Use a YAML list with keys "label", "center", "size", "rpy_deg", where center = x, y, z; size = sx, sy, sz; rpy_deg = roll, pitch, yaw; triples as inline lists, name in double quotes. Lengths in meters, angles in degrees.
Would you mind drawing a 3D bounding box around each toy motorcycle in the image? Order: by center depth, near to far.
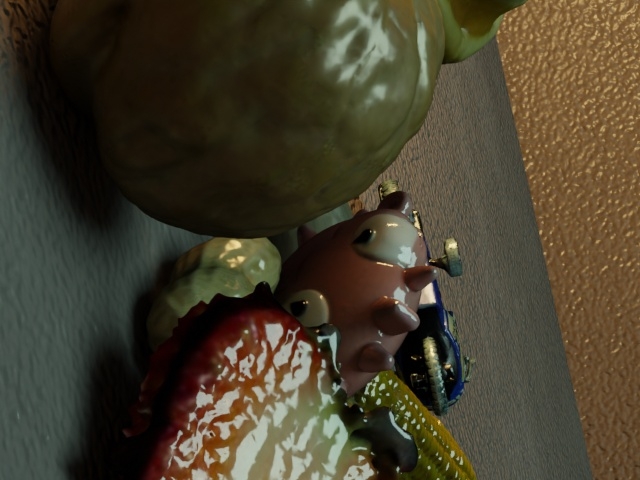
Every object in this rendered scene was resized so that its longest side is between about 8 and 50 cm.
- label: "toy motorcycle"
  center: [0.105, 0.077, 2.102]
  size: [0.169, 0.113, 0.315]
  rpy_deg: [76, 3, -51]

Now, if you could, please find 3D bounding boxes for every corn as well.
- label: "corn"
  center: [0.060, 0.195, 1.817]
  size: [0.363, 0.120, 0.120]
  rpy_deg: [54, 27, -53]

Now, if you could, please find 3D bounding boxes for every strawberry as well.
- label: "strawberry"
  center: [-0.082, 0.188, 1.330]
  size: [0.306, 0.137, 0.233]
  rpy_deg: [-50, 116, -35]

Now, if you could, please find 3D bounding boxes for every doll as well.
- label: "doll"
  center: [0.003, 0.067, 1.550]
  size: [0.093, 0.211, 0.262]
  rpy_deg: [45, 75, -31]

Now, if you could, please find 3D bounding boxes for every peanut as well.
- label: "peanut"
  center: [-0.080, 0.043, 1.486]
  size: [0.187, 0.082, 0.082]
  rpy_deg: [-64, 139, -66]

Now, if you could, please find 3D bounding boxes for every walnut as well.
- label: "walnut"
  center: [-0.055, -0.149, 1.381]
  size: [0.285, 0.285, 0.296]
  rpy_deg: [48, 20, -62]

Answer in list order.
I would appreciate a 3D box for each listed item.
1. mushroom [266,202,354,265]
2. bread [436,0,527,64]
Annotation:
- label: "mushroom"
  center: [-0.005, 0.005, 1.775]
  size: [0.108, 0.096, 0.247]
  rpy_deg: [-11, 85, -50]
- label: "bread"
  center: [0.045, -0.263, 1.731]
  size: [0.300, 0.341, 0.210]
  rpy_deg: [59, 46, -79]
